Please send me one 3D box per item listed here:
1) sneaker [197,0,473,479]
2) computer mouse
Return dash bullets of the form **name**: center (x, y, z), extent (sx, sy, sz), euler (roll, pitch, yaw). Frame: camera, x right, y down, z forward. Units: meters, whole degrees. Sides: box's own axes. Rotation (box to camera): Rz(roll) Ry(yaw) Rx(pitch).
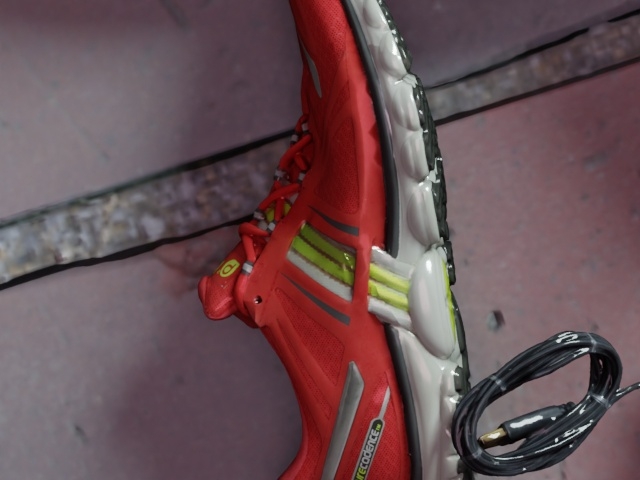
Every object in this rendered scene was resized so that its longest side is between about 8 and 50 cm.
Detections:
- **sneaker**: center (0.000, 0.000, 0.740), extent (0.118, 0.107, 0.279), euler (-7, 91, 6)
- **computer mouse**: center (0.167, 0.061, 0.741), extent (0.242, 0.041, 0.071), euler (-9, 98, -19)
